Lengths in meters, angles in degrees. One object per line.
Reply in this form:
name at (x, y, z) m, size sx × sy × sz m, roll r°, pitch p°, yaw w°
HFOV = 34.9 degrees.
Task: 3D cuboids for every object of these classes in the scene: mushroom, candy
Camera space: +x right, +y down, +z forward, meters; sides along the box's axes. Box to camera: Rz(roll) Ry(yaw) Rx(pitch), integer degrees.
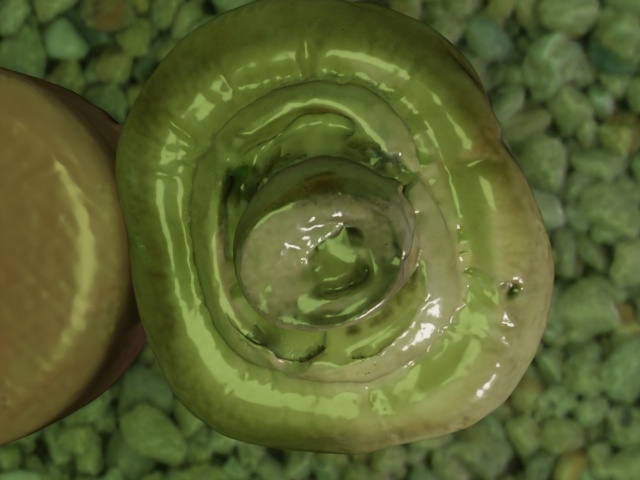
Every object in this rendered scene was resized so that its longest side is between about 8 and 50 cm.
mushroom at (0.000, 0.000, 0.543) m, size 0.260 × 0.234 × 0.253 m, roll 27°, pitch 101°, yaw 7°
candy at (-0.216, 0.004, 0.644) m, size 0.255 × 0.094 × 0.255 m, roll 0°, pitch 92°, yaw 11°
